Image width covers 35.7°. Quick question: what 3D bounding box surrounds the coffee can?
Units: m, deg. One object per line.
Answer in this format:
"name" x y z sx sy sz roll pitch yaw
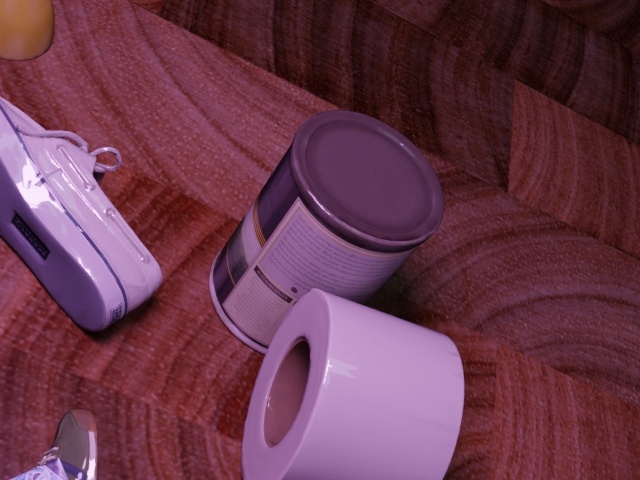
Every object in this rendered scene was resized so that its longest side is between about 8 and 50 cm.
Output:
"coffee can" 0.000 0.000 1.260 0.202 0.275 0.201 17 47 -20

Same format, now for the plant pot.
"plant pot" -0.430 -0.334 1.392 0.134 0.095 0.134 17 48 -20

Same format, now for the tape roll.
"tape roll" 0.032 0.197 1.144 0.169 0.246 0.246 21 47 -16

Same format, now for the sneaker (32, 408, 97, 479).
"sneaker" -0.282 0.259 1.023 0.086 0.064 0.192 14 52 -28

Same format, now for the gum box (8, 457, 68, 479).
"gum box" -0.302 0.316 0.930 0.184 0.041 0.157 -22 73 -20

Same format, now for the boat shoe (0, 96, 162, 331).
"boat shoe" -0.318 -0.071 1.221 0.367 0.136 0.156 49 46 8
